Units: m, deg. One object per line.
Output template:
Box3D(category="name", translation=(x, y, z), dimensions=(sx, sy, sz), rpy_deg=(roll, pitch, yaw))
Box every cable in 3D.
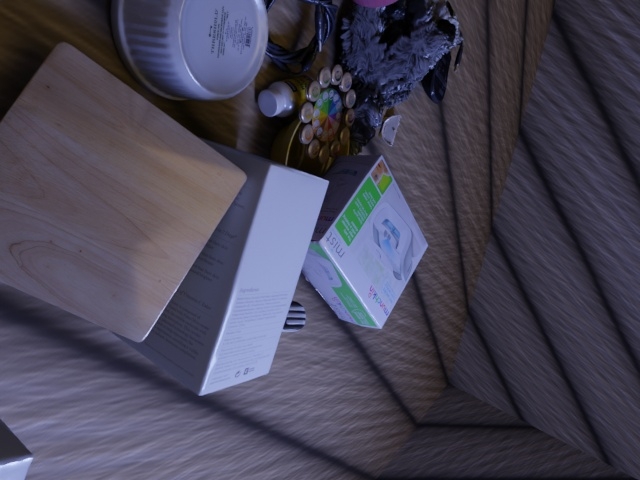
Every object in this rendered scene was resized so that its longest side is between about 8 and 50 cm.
Box3D(category="cable", translation=(-0.041, -0.373, 0.831), dimensions=(0.150, 0.047, 0.184), rpy_deg=(-43, 150, 10))

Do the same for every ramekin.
Box3D(category="ramekin", translation=(-0.165, -0.292, 0.669), dimensions=(0.207, 0.108, 0.207), rpy_deg=(-36, 137, -43))

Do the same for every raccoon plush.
Box3D(category="raccoon plush", translation=(0.144, -0.390, 1.119), dimensions=(0.446, 0.216, 0.299), rpy_deg=(-48, 174, 25))

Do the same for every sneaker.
Box3D(category="sneaker", translation=(-0.156, 0.166, 1.016), dimensions=(0.228, 0.132, 0.086), rpy_deg=(13, 66, -28))

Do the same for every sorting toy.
Box3D(category="sorting toy", translation=(-0.270, -0.049, 0.599), dimensions=(0.257, 0.089, 0.256), rpy_deg=(35, 82, -30))
Box3D(category="sorting toy", translation=(0.196, -0.299, 1.326), dimensions=(0.075, 0.044, 0.084), rpy_deg=(-8, 115, -65))

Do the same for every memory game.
Box3D(category="memory game", translation=(0.017, -0.237, 0.923), dimensions=(0.186, 0.012, 0.186), rpy_deg=(-35, 134, -46))

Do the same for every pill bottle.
Box3D(category="pill bottle", translation=(-0.060, -0.265, 0.902), dimensions=(0.116, 0.065, 0.065), rpy_deg=(-35, 137, -44))

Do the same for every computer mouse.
Box3D(category="computer mouse", translation=(0.351, -0.514, 1.421), dimensions=(0.184, 0.060, 0.262), rpy_deg=(12, 87, -56))

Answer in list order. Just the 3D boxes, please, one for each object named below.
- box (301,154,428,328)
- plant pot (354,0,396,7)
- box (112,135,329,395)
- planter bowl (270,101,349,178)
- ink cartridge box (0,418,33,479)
Box3D(category="box", translation=(0.073, 0.002, 0.978), dimensions=(0.231, 0.126, 0.262), rpy_deg=(-54, 129, -28))
Box3D(category="plant pot", translation=(0.094, -0.529, 0.858), dimensions=(0.202, 0.201, 0.180), rpy_deg=(-60, 159, -13))
Box3D(category="box", translation=(-0.161, 0.027, 0.782), dimensions=(0.168, 0.214, 0.346), rpy_deg=(5, 105, -60))
Box3D(category="planter bowl", translation=(-0.036, -0.171, 0.976), dimensions=(0.217, 0.090, 0.217), rpy_deg=(-33, 133, -45))
Box3D(category="ink cartridge box", translation=(-0.520, 0.314, 0.437), dimensions=(0.384, 0.160, 0.280), rpy_deg=(19, 92, -60))
